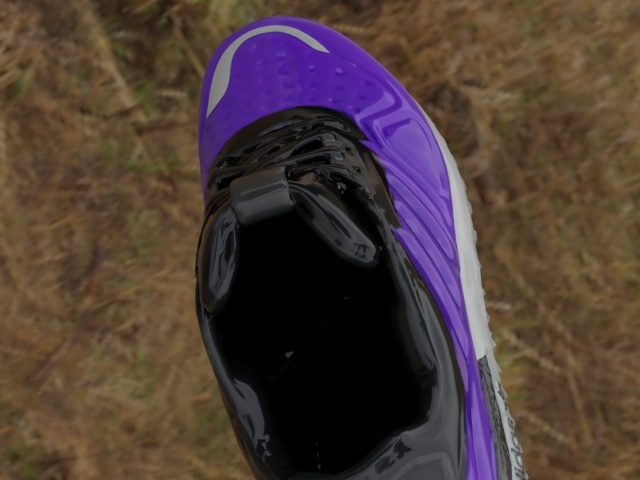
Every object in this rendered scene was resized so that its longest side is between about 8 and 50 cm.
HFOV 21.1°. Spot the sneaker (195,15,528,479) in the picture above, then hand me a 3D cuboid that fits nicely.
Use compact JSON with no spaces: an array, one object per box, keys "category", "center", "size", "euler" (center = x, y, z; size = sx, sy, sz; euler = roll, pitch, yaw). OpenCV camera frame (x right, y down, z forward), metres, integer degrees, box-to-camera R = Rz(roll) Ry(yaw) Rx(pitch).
[{"category":"sneaker","center":[0.001,0.000,0.660],"size":[0.146,0.102,0.293],"euler":[51,17,-52]}]
